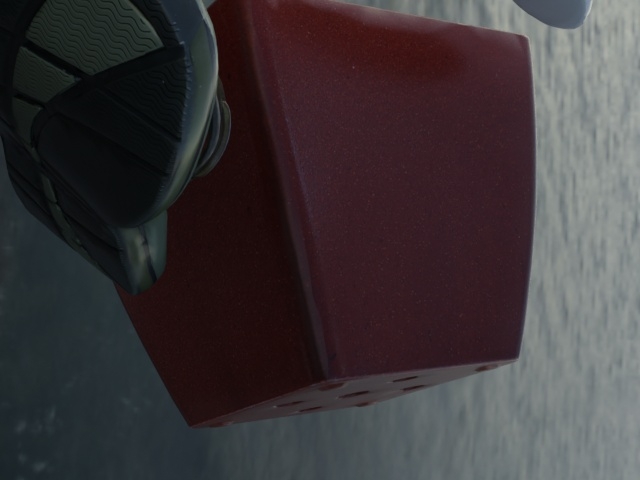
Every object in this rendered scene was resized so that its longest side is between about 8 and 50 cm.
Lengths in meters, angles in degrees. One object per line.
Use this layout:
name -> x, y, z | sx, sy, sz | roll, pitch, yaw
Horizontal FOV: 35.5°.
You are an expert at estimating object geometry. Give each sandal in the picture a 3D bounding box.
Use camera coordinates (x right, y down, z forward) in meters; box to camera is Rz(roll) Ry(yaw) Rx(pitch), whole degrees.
sandal -> -0.095, -0.059, 0.468 | 0.086, 0.120, 0.303 | -44, 178, -19

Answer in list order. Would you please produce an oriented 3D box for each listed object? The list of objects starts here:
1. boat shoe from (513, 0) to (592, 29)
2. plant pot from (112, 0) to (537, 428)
boat shoe -> 0.131, -0.209, 0.617 | 0.184, 0.066, 0.063 | 45, 71, -39
plant pot -> 0.000, 0.000, 0.731 | 0.267, 0.267, 0.236 | 0, 72, -37
